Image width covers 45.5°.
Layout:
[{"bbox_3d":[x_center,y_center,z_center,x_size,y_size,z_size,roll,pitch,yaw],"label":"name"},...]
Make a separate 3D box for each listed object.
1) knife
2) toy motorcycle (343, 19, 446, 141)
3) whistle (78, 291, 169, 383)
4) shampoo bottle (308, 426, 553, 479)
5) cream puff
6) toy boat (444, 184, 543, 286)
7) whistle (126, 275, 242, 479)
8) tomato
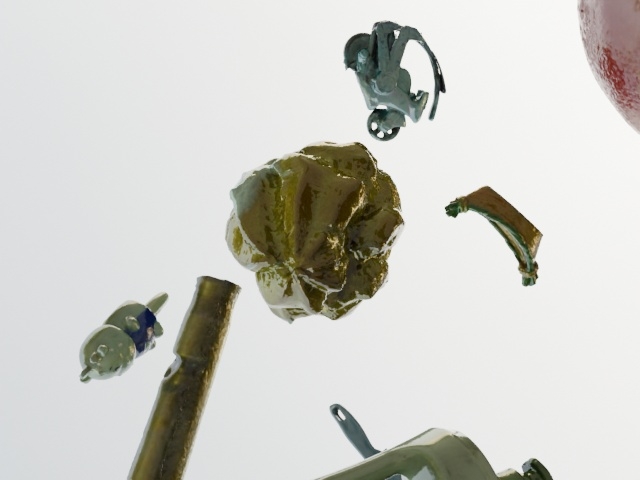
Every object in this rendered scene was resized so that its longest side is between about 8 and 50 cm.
[{"bbox_3d":[0.100,0.368,1.272,0.044,0.019,0.313,-46,-138,0],"label":"knife"},{"bbox_3d":[0.171,-0.370,1.739,0.206,0.154,0.260,-21,-73,3],"label":"toy motorcycle"},{"bbox_3d":[-0.330,0.163,1.303,0.092,0.110,0.244,37,-145,3],"label":"whistle"},{"bbox_3d":[0.048,0.190,0.484,0.234,0.087,0.118,-14,-107,-20],"label":"shampoo bottle"},{"bbox_3d":[0.000,0.000,1.432,0.378,0.378,0.275,-11,-157,-16],"label":"cream puff"},{"bbox_3d":[0.308,-0.012,1.289,0.229,0.089,0.088,39,-84,-20],"label":"toy boat"},{"bbox_3d":[-0.159,0.198,0.851,0.057,0.068,0.326,3,-111,35],"label":"whistle"},{"bbox_3d":[0.345,-0.253,0.777,0.170,0.309,0.309,24,-120,21],"label":"tomato"}]
